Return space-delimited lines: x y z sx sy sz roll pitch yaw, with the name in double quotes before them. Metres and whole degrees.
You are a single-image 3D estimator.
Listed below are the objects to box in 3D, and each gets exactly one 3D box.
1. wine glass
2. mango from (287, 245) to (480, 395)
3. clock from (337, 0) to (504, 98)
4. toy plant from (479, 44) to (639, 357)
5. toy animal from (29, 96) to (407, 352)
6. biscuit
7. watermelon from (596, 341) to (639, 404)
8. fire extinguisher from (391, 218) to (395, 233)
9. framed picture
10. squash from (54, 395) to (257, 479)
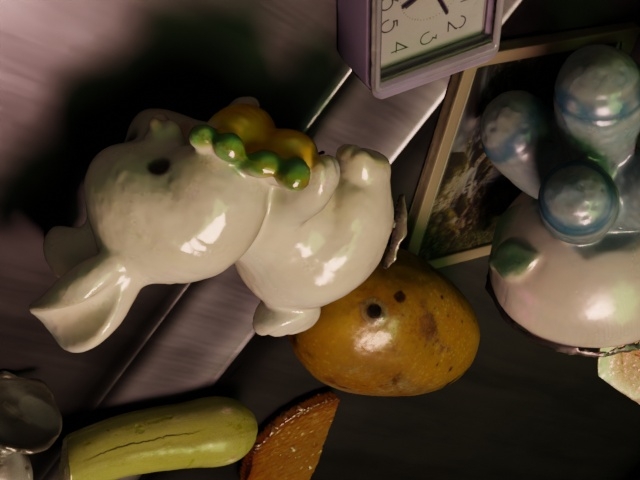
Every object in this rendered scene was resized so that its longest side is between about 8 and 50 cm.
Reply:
"wine glass" -0.346 0.245 1.228 0.103 0.103 0.222 1 133 -39
"mango" 0.082 0.104 1.340 0.175 0.176 0.329 -49 143 5
"clock" 0.093 -0.234 1.058 0.145 0.073 0.193 -22 141 -16
"toy plant" 0.289 -0.063 1.249 0.247 0.247 0.332 -24 140 -15
"toy animal" -0.094 -0.021 1.055 0.310 0.183 0.247 -1 132 -37
"biscuit" -0.048 0.275 1.551 0.126 0.025 0.206 -9 135 -31
"watermelon" 0.521 0.089 1.660 0.305 0.180 0.224 -51 155 18
"fire extinguisher" 0.000 0.000 1.284 0.173 0.035 0.049 -12 176 -28
"framed picture" 0.217 -0.098 1.350 0.241 0.020 0.324 -12 138 -28
"squash" -0.183 0.228 1.344 0.250 0.083 0.083 -6 135 -34
